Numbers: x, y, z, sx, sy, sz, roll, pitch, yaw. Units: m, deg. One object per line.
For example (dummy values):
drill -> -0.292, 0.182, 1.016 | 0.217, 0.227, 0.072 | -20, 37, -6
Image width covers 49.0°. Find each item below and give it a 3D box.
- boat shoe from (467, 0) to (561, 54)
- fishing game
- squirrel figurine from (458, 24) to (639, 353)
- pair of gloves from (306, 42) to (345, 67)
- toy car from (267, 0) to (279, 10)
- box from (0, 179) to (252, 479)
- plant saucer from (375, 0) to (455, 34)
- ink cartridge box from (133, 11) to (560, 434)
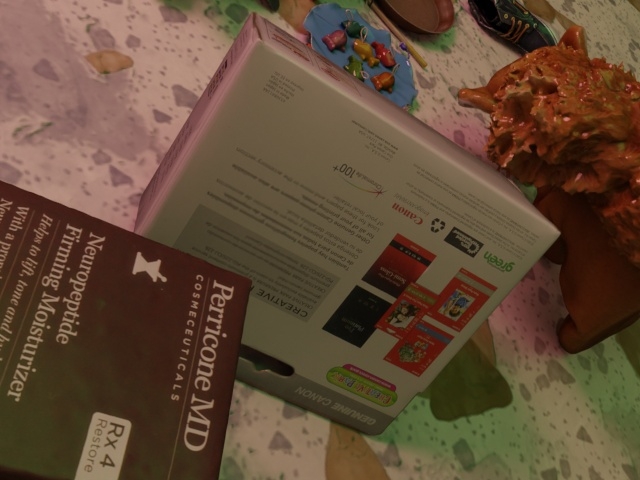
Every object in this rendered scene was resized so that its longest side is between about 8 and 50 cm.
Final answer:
boat shoe -> 0.323, -0.359, 1.182 | 0.183, 0.065, 0.083 | 47, 47, 6
fishing game -> 0.061, -0.245, 0.922 | 0.189, 0.041, 0.264 | 51, 41, 2
squirrel figurine -> 0.330, -0.106, 0.831 | 0.370, 0.281, 0.397 | 66, 9, 23
pair of gloves -> 0.009, -0.207, 0.889 | 0.074, 0.010, 0.083 | 21, 55, -29
toy car -> -0.109, -0.359, 0.840 | 0.188, 0.149, 0.155 | 24, 54, -59
box -> -0.181, 0.090, 0.460 | 0.203, 0.167, 0.168 | 23, 52, -24
plant saucer -> 0.133, -0.376, 1.070 | 0.168, 0.029, 0.168 | 17, 55, -27
ink cartridge box -> 0.000, 0.000, 0.644 | 0.309, 0.272, 0.130 | 29, 19, -20
